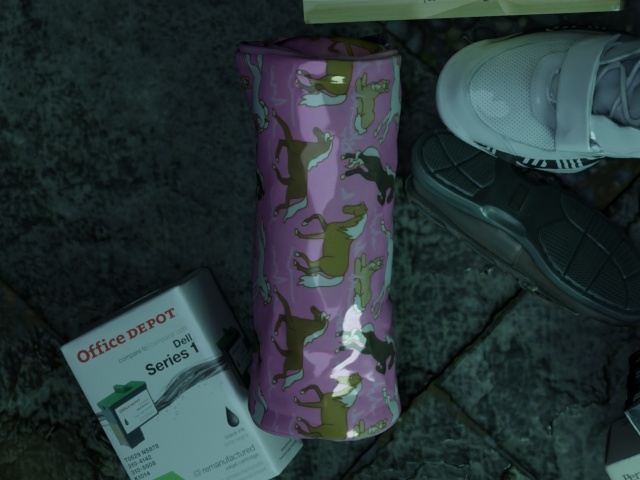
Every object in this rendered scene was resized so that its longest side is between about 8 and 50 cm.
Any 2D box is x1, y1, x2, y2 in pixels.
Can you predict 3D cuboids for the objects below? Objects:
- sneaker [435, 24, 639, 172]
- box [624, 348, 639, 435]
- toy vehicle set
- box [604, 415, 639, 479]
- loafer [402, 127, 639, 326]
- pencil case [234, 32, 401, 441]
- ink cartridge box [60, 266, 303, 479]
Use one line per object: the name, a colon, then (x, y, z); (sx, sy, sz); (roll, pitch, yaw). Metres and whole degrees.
sneaker: (0.270, -0.132, 1.040); (0.366, 0.210, 0.137); (6, 86, 13)
box: (0.370, 0.084, 1.083); (0.220, 0.175, 0.051); (-38, 89, 18)
toy vehicle set: (0.134, -0.217, 1.095); (0.267, 0.166, 0.035); (0, 101, 15)
box: (0.380, 0.259, 1.138); (0.148, 0.127, 0.232); (-28, 93, 19)
loafer: (0.194, -0.006, 1.174); (0.267, 0.096, 0.084); (37, 149, 7)
pencil case: (0.000, 0.000, 1.173); (0.160, 0.167, 0.386); (5, 103, 27)
ink cartridge box: (-0.145, 0.161, 1.285); (0.160, 0.092, 0.219); (-28, 93, 18)
